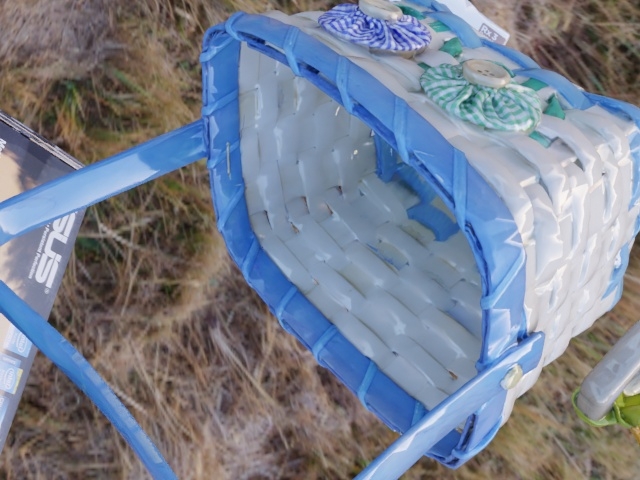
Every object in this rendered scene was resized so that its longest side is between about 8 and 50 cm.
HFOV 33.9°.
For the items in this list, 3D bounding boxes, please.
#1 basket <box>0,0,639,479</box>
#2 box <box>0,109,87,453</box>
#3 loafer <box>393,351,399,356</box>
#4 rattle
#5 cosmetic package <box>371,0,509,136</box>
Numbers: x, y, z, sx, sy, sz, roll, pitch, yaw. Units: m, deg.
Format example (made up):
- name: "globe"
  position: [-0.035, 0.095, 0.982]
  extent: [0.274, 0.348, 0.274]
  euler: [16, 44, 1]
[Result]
- name: "basket"
  position: [0.000, 0.000, 0.526]
  extent: [0.289, 0.255, 0.201]
  euler: [-34, 142, -25]
- name: "box"
  position: [-0.373, 0.052, 0.841]
  extent: [0.318, 0.097, 0.394]
  euler: [40, 60, -51]
- name: "loafer"
  position: [0.130, 0.106, 1.083]
  extent: [0.170, 0.061, 0.062]
  euler: [-14, 122, -6]
- name: "rattle"
  position: [0.318, 0.101, 0.872]
  extent: [0.200, 0.143, 0.130]
  euler: [-38, 137, -13]
- name: "cosmetic package"
  position: [0.071, -0.164, 1.019]
  extent: [0.117, 0.231, 0.085]
  euler: [33, 74, -10]
